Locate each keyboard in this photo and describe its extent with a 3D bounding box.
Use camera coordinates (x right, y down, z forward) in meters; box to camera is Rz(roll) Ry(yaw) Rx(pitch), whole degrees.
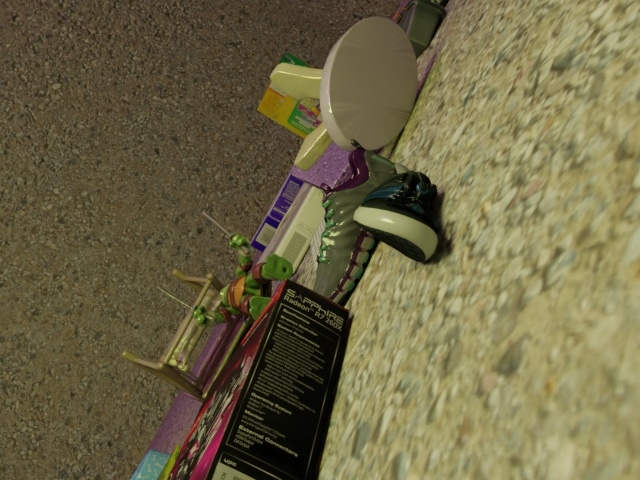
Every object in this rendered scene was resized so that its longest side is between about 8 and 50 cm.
[{"bbox_3d":[0.000,0.000,1.102,0.072,0.014,0.256,-59,8,8],"label":"keyboard"}]

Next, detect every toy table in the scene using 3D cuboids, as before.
[{"bbox_3d":[0.050,-0.251,0.998,0.160,0.252,0.274,-19,30,52],"label":"toy table"}]

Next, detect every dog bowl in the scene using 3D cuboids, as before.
[{"bbox_3d":[-0.449,0.634,1.379,0.297,0.074,0.166,-55,9,24],"label":"dog bowl"}]

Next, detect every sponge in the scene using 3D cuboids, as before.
[{"bbox_3d":[0.017,-0.168,1.229,0.117,0.031,0.210,-55,31,-2],"label":"sponge"}]

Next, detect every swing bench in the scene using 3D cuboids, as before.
[{"bbox_3d":[-0.301,0.246,1.402,0.165,0.255,0.253,3,58,40],"label":"swing bench"}]

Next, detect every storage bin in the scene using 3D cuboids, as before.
[{"bbox_3d":[0.207,-0.469,1.260,0.135,0.098,0.091,161,128,-78],"label":"storage bin"}]

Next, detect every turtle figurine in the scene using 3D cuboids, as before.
[{"bbox_3d":[-0.199,0.087,1.198,0.198,0.275,0.266,-40,18,-32],"label":"turtle figurine"}]

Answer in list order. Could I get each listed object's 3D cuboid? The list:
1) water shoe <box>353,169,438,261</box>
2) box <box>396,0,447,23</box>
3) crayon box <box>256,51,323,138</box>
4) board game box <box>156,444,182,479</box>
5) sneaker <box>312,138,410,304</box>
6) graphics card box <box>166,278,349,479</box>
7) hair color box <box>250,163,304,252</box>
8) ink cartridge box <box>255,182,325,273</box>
[{"bbox_3d":[0.077,-0.036,0.552,0.080,0.073,0.203,-57,9,3],"label":"water shoe"},{"bbox_3d":[0.308,-0.672,1.421,0.296,0.073,0.293,-57,9,13],"label":"box"},{"bbox_3d":[-0.014,-0.356,1.510,0.165,0.278,0.081,-49,14,50],"label":"crayon box"},{"bbox_3d":[-0.294,0.483,1.072,0.092,0.043,0.181,-59,8,6],"label":"board game box"},{"bbox_3d":[0.022,-0.014,0.714,0.224,0.098,0.083,-60,8,-4],"label":"sneaker"},{"bbox_3d":[-0.090,0.235,0.540,0.233,0.094,0.371,-54,11,36],"label":"graphics card box"},{"bbox_3d":[-0.087,-0.126,1.760,0.185,0.110,0.339,-51,13,52],"label":"hair color box"},{"bbox_3d":[-0.047,-0.050,1.376,0.296,0.066,0.261,-61,9,-13],"label":"ink cartridge box"}]
